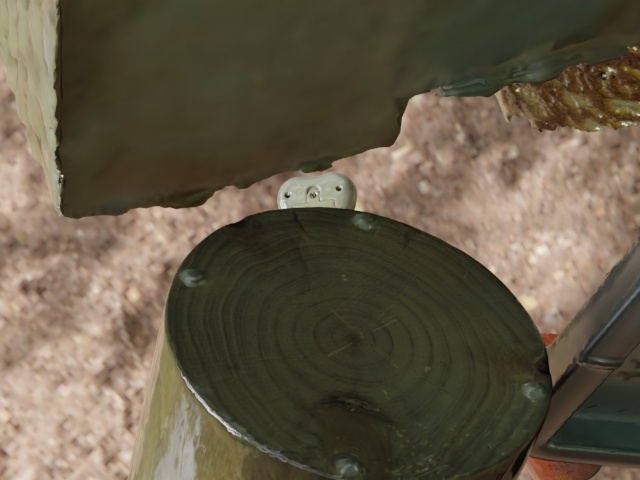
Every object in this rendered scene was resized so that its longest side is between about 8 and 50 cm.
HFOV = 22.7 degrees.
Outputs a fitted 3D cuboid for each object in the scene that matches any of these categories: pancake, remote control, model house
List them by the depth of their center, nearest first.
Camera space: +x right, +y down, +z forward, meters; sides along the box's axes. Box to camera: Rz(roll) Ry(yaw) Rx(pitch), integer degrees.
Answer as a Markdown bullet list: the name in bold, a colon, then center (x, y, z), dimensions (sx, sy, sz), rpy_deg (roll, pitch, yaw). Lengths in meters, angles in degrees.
- **model house**: center (-0.006, -0.307, 0.890), dimensions (0.445, 0.395, 0.400), rpy_deg (-15, 56, -20)
- **remote control**: center (0.000, 0.000, 1.439), dimensions (0.074, 0.032, 0.122), rpy_deg (-6, 75, 13)
- **pancake**: center (0.237, -0.198, 1.542), dimensions (0.257, 0.212, 0.056), rpy_deg (-4, 40, 44)

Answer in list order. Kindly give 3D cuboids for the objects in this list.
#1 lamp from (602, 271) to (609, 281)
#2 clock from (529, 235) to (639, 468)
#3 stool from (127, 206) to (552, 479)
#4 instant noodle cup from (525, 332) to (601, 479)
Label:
- **lamp**: center (0.406, 0.113, 1.809), dimensions (0.180, 0.258, 0.180), rpy_deg (-6, 40, 5)
- **clock**: center (0.251, 0.049, 0.736), dimensions (0.279, 0.273, 0.049), rpy_deg (7, 62, -9)
- **stool**: center (-0.009, 0.137, 0.782), dimensions (0.179, 0.264, 0.179), rpy_deg (9, 40, -8)
- **instant noodle cup**: center (0.244, 0.189, 1.703), dimensions (0.127, 0.135, 0.127), rpy_deg (-20, 32, 13)
